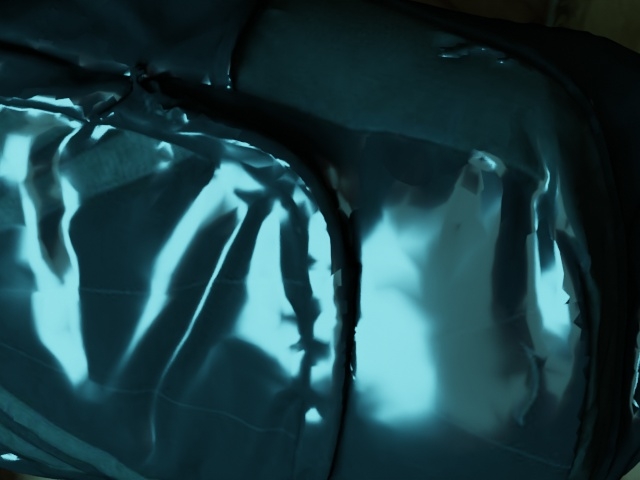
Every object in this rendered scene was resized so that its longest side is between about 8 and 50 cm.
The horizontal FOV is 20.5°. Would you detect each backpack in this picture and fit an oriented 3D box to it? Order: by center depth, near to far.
[{"bbox_3d":[0.000,0.000,0.981,0.445,0.255,0.363,14,120,20],"label":"backpack"}]
